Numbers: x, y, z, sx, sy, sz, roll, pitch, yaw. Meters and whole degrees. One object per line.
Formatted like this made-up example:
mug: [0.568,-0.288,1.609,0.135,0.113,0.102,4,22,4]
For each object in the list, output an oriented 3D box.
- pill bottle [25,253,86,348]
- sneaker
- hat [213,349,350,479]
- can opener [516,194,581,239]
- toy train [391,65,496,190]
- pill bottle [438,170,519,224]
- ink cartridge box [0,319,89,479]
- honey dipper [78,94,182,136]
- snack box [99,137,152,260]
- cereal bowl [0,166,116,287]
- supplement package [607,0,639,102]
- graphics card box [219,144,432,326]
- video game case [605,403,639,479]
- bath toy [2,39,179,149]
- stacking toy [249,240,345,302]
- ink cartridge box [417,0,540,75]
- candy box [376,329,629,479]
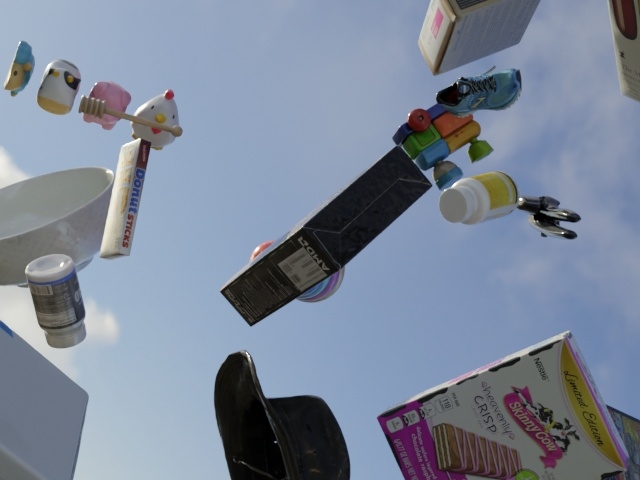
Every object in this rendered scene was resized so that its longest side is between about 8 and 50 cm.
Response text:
pill bottle: [-0.416,0.098,1.801,0.078,0.078,0.137,23,-51,42]
sneaker: [0.258,-0.243,1.863,0.162,0.063,0.073,-18,-18,42]
hat: [-0.036,0.306,1.586,0.331,0.134,0.331,169,-90,-69]
can opener: [0.342,-0.029,1.682,0.186,0.073,0.059,-129,-139,-73]
toy train: [0.264,-0.204,2.039,0.143,0.248,0.105,56,-19,6]
pill bottle: [0.213,-0.056,1.535,0.065,0.116,0.065,11,-73,40]
ink cartridge box: [-0.396,0.179,0.991,0.223,0.307,0.129,47,24,-31]
honey dipper: [-0.290,-0.189,1.744,0.161,0.030,0.030,14,-18,-9]
snack box: [-0.288,-0.061,1.678,0.022,0.178,0.064,19,-18,-33]
cereal bowl: [-0.519,-0.009,2.099,0.339,0.339,0.141,15,-54,51]
supplement package: [0.397,-0.251,1.193,0.139,0.134,0.244,36,-16,38]
graphics card box: [0.000,0.000,1.827,0.094,0.233,0.371,50,-31,-1]
video game case: [0.492,0.411,1.888,0.035,0.274,0.248,-20,-30,33]
bath toy: [-0.433,-0.282,2.214,0.348,0.151,0.129,19,-50,-18]
stacking toy: [-0.053,0.046,2.172,0.141,0.141,0.330,37,4,13]
ink cartridge box: [0.298,-0.423,2.112,0.234,0.193,0.088,105,-38,-71]
candy box: [0.202,0.219,1.264,0.159,0.233,0.071,65,16,5]
